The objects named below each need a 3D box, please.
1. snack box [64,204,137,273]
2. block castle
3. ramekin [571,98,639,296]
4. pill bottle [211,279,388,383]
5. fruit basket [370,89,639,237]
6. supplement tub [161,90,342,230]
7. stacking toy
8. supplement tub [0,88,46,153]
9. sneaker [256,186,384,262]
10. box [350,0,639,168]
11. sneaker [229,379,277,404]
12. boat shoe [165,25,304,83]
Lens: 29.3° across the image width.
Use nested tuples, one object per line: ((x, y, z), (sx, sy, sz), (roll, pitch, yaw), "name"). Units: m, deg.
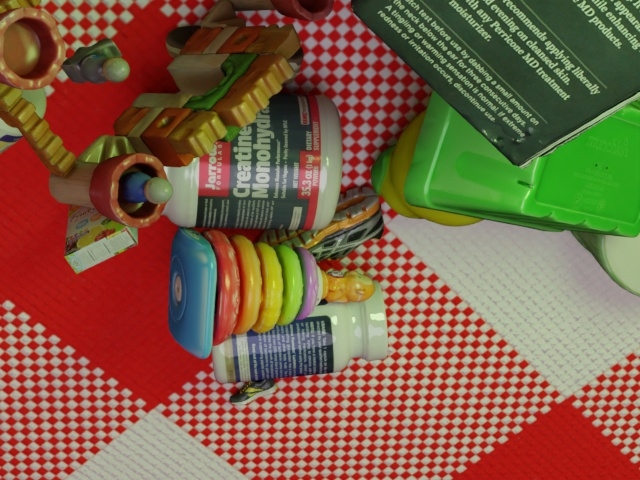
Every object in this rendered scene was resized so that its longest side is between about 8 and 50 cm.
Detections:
((-0.312, -0.023, 1.746), (0.100, 0.141, 0.037), (-24, 123, 8), "snack box")
((-0.183, -0.259, 1.428), (0.453, 0.213, 0.303), (-54, 130, -27), "block castle")
((0.527, -0.055, 1.834), (0.303, 0.148, 0.303), (-3, 122, -5), "ramekin")
((-0.036, 0.133, 1.874), (0.265, 0.153, 0.153), (-5, 123, -4), "pill bottle")
((0.240, -0.132, 1.688), (0.392, 0.392, 0.283), (15, 99, -16), "fruit basket")
((-0.115, -0.111, 1.688), (0.272, 0.191, 0.191), (1, 122, -9), "supplement tub")
((-0.059, 0.066, 1.747), (0.302, 0.175, 0.166), (0, 104, -21), "stacking toy")
((-0.548, -0.160, 1.570), (0.331, 0.241, 0.241), (-33, 120, 13), "supplement tub")
((0.000, 0.000, 1.841), (0.215, 0.084, 0.083), (-22, 131, 7), "sneaker")
((0.309, -0.418, 1.312), (0.472, 0.480, 0.297), (-31, 124, 32), "box")
((-0.113, 0.242, 2.010), (0.083, 0.031, 0.035), (-22, 109, 1), "sneaker")
((-0.121, -0.244, 1.683), (0.190, 0.068, 0.072), (9, 136, -11), "boat shoe")
